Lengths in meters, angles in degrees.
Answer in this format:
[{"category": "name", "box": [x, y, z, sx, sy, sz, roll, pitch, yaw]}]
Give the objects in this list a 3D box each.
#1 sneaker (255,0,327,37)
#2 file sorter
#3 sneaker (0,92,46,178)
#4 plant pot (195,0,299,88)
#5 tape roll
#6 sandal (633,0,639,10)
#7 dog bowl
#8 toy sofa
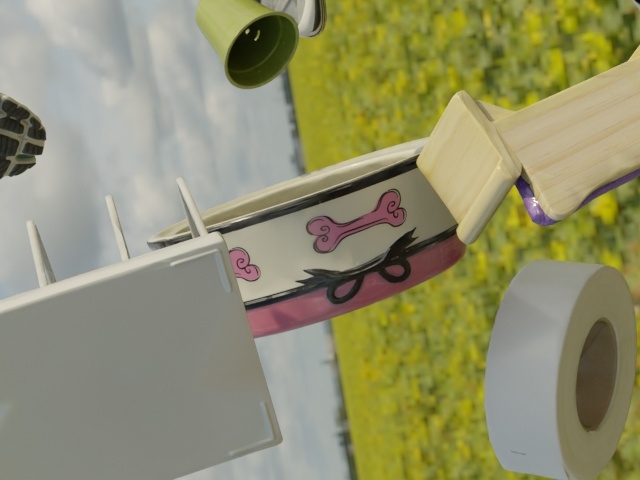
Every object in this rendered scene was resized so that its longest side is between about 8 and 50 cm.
[{"category": "sneaker", "box": [-0.068, -0.337, 1.770, 0.086, 0.132, 0.228, 7, -102, -80]}, {"category": "file sorter", "box": [-0.201, 0.086, 1.274, 0.173, 0.278, 0.193, -118, 12, -60]}, {"category": "sneaker", "box": [-0.411, -0.145, 1.620, 0.107, 0.275, 0.110, -59, 30, 22]}, {"category": "plant pot", "box": [-0.075, -0.197, 1.475, 0.079, 0.083, 0.083, 47, 159, 35]}, {"category": "tape roll", "box": [0.315, 0.168, 2.046, 0.286, 0.100, 0.286, -18, -69, -57]}, {"category": "sandal", "box": [0.493, -0.304, 2.133, 0.102, 0.265, 0.076, 27, 93, 48]}, {"category": "dog bowl", "box": [0.000, 0.000, 1.964, 0.408, 0.408, 0.150, -102, -7, -84]}, {"category": "toy sofa", "box": [0.306, -0.117, 1.768, 0.177, 0.362, 0.150, 56, 153, 16]}]
